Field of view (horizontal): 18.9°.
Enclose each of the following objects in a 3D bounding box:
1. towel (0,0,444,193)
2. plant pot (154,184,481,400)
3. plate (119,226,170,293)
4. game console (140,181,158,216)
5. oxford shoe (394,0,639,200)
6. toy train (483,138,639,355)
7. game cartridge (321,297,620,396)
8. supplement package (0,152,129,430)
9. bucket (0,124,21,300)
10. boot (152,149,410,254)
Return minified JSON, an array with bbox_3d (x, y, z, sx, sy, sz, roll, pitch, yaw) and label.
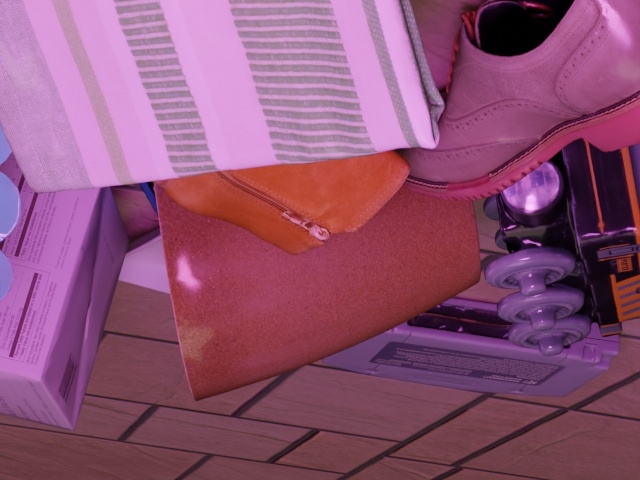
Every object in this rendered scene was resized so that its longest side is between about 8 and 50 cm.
[{"bbox_3d":[-0.095,-0.149,1.234,0.325,0.038,0.247,-5,118,28],"label":"towel"},{"bbox_3d":[0.000,0.000,1.611,0.254,0.237,0.237,-8,161,-1],"label":"plant pot"},{"bbox_3d":[-0.045,0.015,1.898,0.278,0.045,0.277,15,160,-27],"label":"plate"},{"bbox_3d":[-0.184,-0.055,1.688,0.107,0.071,0.122,3,160,3],"label":"game console"},{"bbox_3d":[0.141,-0.125,1.397,0.130,0.123,0.348,42,149,-17],"label":"oxford shoe"},{"bbox_3d":[0.240,0.001,1.663,0.190,0.142,0.334,-9,159,9],"label":"toy train"},{"bbox_3d":[0.159,0.118,2.136,0.297,0.062,0.198,9,165,-11],"label":"game cartridge"},{"bbox_3d":[-0.332,0.030,1.719,0.263,0.198,0.199,13,162,6],"label":"supplement package"},{"bbox_3d":[-0.347,-0.037,1.350,0.183,0.281,0.281,1,161,15],"label":"bucket"},{"bbox_3d":[-0.018,-0.101,1.373,0.211,0.104,0.295,26,142,-20],"label":"boot"}]
